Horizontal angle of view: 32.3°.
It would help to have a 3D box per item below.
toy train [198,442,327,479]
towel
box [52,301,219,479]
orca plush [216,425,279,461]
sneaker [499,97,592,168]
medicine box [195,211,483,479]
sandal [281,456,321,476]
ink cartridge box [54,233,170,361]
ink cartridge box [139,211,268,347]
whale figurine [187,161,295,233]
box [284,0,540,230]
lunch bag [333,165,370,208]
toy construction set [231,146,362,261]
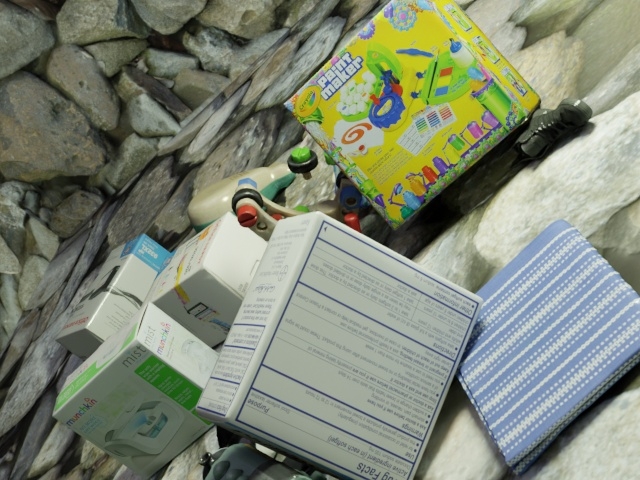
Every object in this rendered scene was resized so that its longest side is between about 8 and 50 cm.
[{"bbox_3d":[-0.043,0.346,1.409,0.142,0.190,0.334,-54,20,-11],"label":"toy train"},{"bbox_3d":[0.274,0.118,1.370,0.243,0.040,0.336,-45,22,11],"label":"towel"},{"bbox_3d":[-0.324,0.282,2.074,0.262,0.231,0.127,-40,22,25],"label":"box"},{"bbox_3d":[-0.113,0.306,1.760,0.287,0.102,0.151,-49,20,4],"label":"orca plush"},{"bbox_3d":[0.342,-0.160,1.683,0.089,0.051,0.170,-54,14,-14],"label":"sneaker"},{"bbox_3d":[0.024,0.149,1.433,0.289,0.263,0.149,-66,19,-12],"label":"medicine box"},{"bbox_3d":[-0.012,0.299,1.625,0.254,0.054,0.097,-51,20,-1],"label":"sandal"},{"bbox_3d":[-0.532,0.157,2.892,0.223,0.129,0.307,-21,36,54],"label":"ink cartridge box"},{"bbox_3d":[-0.219,0.090,2.276,0.232,0.168,0.171,-33,26,40],"label":"ink cartridge box"},{"bbox_3d":[-0.174,-0.086,2.594,0.272,0.141,0.216,-30,16,-14],"label":"whale figurine"},{"bbox_3d":[0.152,-0.227,1.811,0.290,0.279,0.177,-40,1,25],"label":"box"},{"bbox_3d":[0.087,-0.140,2.144,0.151,0.096,0.129,-66,23,0],"label":"lunch bag"},{"bbox_3d":[0.000,0.000,2.006,0.257,0.237,0.309,-25,34,-14],"label":"toy construction set"}]
